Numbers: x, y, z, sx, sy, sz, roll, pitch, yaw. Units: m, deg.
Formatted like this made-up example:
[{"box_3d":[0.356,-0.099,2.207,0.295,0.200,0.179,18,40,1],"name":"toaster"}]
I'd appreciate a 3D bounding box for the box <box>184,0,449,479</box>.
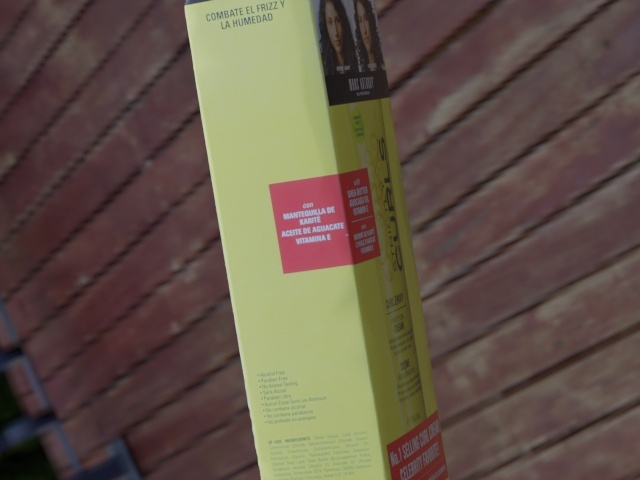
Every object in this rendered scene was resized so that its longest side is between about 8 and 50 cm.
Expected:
[{"box_3d":[0.000,0.000,0.802,0.058,0.087,0.232,-7,93,19],"name":"box"}]
